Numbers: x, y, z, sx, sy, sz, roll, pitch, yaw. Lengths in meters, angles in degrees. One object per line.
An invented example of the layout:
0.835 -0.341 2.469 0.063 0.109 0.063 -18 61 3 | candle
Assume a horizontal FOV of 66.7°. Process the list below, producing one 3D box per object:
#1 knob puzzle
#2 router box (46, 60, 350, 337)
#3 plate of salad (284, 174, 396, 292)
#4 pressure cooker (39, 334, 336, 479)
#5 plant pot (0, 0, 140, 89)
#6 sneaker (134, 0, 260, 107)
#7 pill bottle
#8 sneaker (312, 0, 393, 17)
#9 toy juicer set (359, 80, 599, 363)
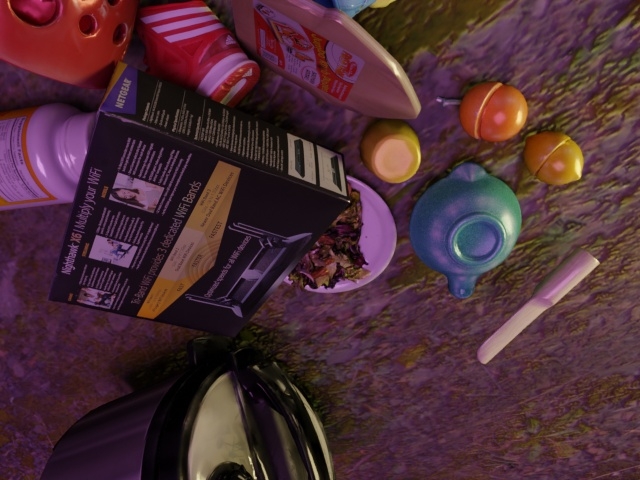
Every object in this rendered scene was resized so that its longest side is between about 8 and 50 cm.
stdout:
0.012 -0.173 0.458 0.213 0.213 0.029 28 87 -11 | knob puzzle
-0.150 -0.012 0.556 0.243 0.080 0.309 18 135 -25 | router box
0.000 0.000 0.644 0.200 0.048 0.199 4 125 5 | plate of salad
-0.170 0.384 0.743 0.421 0.375 0.369 -27 114 25 | pressure cooker
-0.239 -0.249 0.412 0.191 0.191 0.174 30 103 -12 | plant pot
-0.169 -0.175 0.546 0.221 0.087 0.128 -31 92 34 | sneaker
-0.348 -0.098 0.584 0.215 0.117 0.117 -5 124 12 | pill bottle
-0.011 -0.288 0.388 0.126 0.091 0.240 -44 115 -8 | sneaker
0.207 -0.031 0.575 0.209 0.089 0.328 -29 108 11 | toy juicer set
